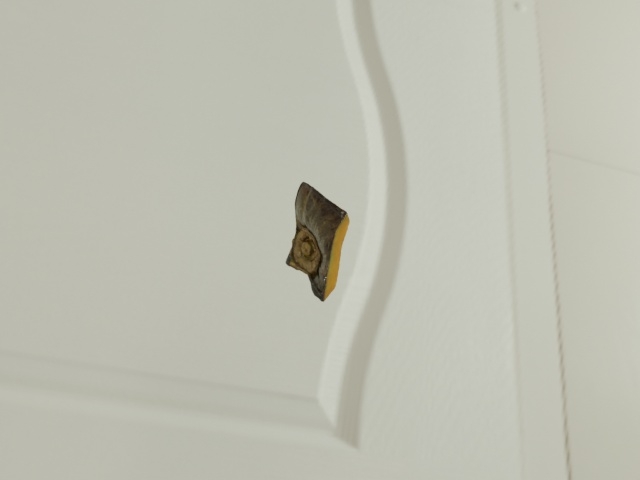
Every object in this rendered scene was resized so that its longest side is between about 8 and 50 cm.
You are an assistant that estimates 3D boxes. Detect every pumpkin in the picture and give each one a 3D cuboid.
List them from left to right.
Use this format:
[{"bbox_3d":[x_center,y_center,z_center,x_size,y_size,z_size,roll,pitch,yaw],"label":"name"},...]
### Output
[{"bbox_3d":[0.001,-0.001,0.927,0.073,0.035,0.101,42,-52,44],"label":"pumpkin"}]
